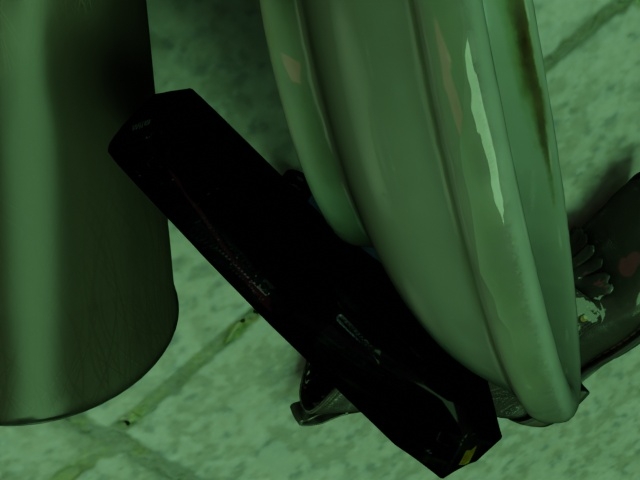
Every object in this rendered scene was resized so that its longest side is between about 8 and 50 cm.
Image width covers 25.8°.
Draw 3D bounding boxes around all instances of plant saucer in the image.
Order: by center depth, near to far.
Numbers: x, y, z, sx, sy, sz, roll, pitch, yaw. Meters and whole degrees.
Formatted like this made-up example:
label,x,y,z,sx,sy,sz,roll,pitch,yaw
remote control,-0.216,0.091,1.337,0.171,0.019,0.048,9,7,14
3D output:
label,x,y,z,sx,sy,sz,roll,pitch,yaw
plant saucer,0.044,-0.108,0.659,0.101,0.400,0.400,-10,135,13

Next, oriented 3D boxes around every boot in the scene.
label,x,y,z,sx,sy,sz,roll,pitch,yaw
boot,0.119,0.048,0.997,0.229,0.091,0.263,9,124,-32

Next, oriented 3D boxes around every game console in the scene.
label,x,y,z,sx,sy,sz,roll,pitch,yaw
game console,0.000,0.000,0.752,0.213,0.361,0.044,45,97,-4

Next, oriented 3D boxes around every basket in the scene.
label,x,y,z,sx,sy,sz,roll,pitch,yaw
basket,-0.155,-0.053,0.731,0.154,0.204,0.226,2,120,1
